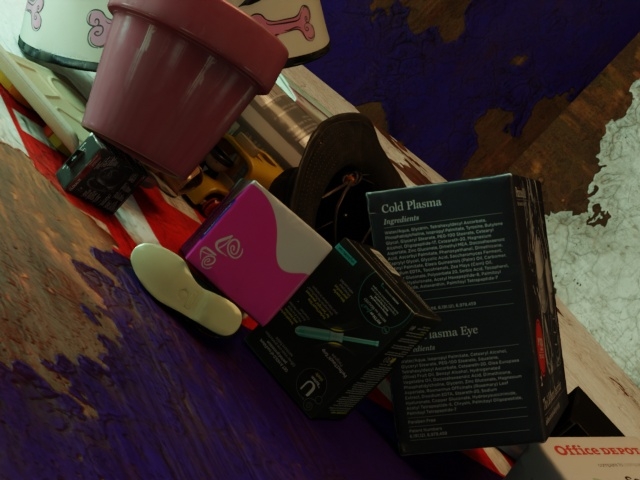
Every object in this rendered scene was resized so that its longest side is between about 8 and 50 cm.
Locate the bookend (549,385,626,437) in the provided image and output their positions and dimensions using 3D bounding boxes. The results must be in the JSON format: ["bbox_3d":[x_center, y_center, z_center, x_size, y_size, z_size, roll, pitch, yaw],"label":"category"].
[{"bbox_3d":[0.385,0.305,1.961,0.157,0.072,0.156,47,18,1],"label":"bookend"}]

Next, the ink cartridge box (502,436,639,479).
[{"bbox_3d":[0.366,0.368,1.665,0.201,0.117,0.278,6,34,-38],"label":"ink cartridge box"}]

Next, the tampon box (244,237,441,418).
[{"bbox_3d":[0.025,0.098,1.509,0.120,0.161,0.101,48,11,20],"label":"tampon box"}]

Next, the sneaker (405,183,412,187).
[{"bbox_3d":[0.105,0.022,2.103,0.084,0.215,0.083,19,-24,-2],"label":"sneaker"}]

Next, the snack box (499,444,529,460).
[{"bbox_3d":[0.281,0.253,2.104,0.174,0.070,0.207,38,11,-26],"label":"snack box"}]

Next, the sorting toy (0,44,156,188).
[{"bbox_3d":[-0.296,-0.142,1.622,0.193,0.038,0.208,48,6,21],"label":"sorting toy"}]

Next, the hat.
[{"bbox_3d":[0.000,0.000,1.826,0.134,0.331,0.331,-2,-16,31],"label":"hat"}]

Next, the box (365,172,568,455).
[{"bbox_3d":[0.194,0.083,1.744,0.343,0.178,0.313,-6,88,-76],"label":"box"}]

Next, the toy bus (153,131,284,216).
[{"bbox_3d":[-0.125,-0.093,1.861,0.191,0.104,0.202,39,11,-22],"label":"toy bus"}]

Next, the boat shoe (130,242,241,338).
[{"bbox_3d":[-0.138,0.053,1.409,0.133,0.049,0.042,37,-15,-1],"label":"boat shoe"}]

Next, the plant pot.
[{"bbox_3d":[-0.161,-0.172,1.511,0.201,0.180,0.201,27,-4,2],"label":"plant pot"}]

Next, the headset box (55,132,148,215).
[{"bbox_3d":[-0.235,-0.072,1.481,0.083,0.062,0.032,31,16,-46],"label":"headset box"}]

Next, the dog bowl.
[{"bbox_3d":[-0.187,-0.326,1.802,0.407,0.150,0.408,1,20,0],"label":"dog bowl"}]

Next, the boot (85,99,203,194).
[{"bbox_3d":[-0.195,-0.124,1.674,0.152,0.073,0.197,45,18,-1],"label":"boot"}]

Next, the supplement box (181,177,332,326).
[{"bbox_3d":[-0.074,0.008,1.510,0.114,0.111,0.220,42,-3,-8],"label":"supplement box"}]

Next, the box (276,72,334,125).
[{"bbox_3d":[-0.029,-0.147,2.314,0.232,0.148,0.127,36,13,-33],"label":"box"}]

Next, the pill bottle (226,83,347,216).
[{"bbox_3d":[-0.045,-0.098,2.026,0.283,0.161,0.161,45,11,9],"label":"pill bottle"}]
